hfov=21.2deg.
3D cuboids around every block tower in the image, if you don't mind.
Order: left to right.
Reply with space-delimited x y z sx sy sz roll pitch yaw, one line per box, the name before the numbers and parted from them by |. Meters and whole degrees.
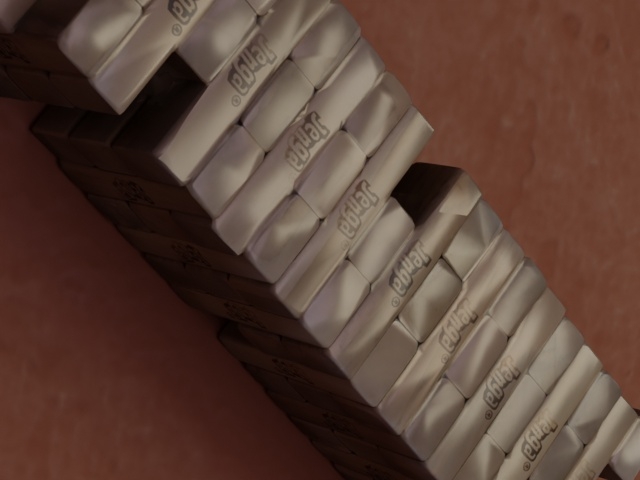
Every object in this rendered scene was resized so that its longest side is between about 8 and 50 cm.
block tower | 0.000 0.000 0.638 0.097 0.091 0.335 -53 124 -17
